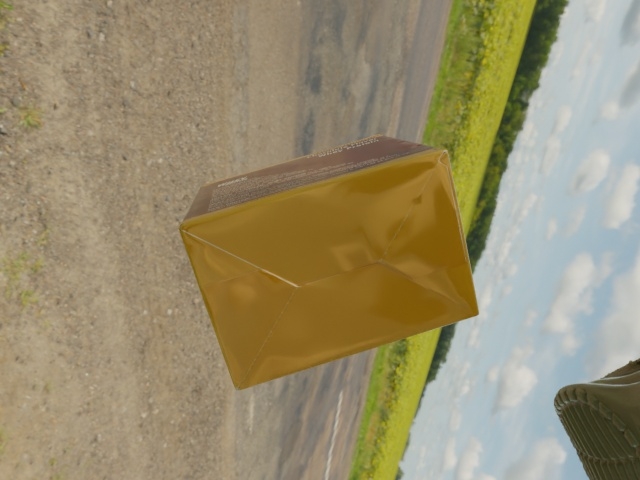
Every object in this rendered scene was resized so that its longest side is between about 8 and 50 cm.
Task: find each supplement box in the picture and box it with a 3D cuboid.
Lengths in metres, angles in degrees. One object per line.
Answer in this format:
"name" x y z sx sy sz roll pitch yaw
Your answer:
"supplement box" 0.000 0.000 0.475 0.194 0.191 0.129 -121 -165 -74

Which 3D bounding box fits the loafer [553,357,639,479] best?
"loafer" 0.221 0.108 0.319 0.251 0.087 0.094 91 -20 -69
